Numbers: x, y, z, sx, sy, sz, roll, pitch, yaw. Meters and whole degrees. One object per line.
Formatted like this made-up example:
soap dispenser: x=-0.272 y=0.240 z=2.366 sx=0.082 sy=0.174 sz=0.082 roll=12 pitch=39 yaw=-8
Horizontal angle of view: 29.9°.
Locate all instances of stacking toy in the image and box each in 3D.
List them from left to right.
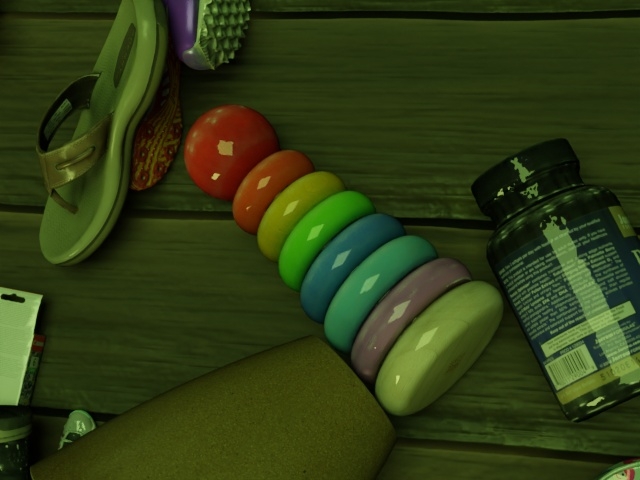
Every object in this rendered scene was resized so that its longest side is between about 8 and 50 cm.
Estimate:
stacking toy: x=0.000 y=0.000 z=1.066 sx=0.330 sy=0.141 sz=0.141 roll=42 pitch=91 yaw=22

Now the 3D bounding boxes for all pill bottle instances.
pill bottle: x=0.215 y=0.031 z=1.006 sx=0.122 sy=0.123 sz=0.219 roll=-26 pitch=77 yaw=7

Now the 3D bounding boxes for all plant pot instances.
plant pot: x=-0.069 y=0.201 z=1.003 sx=0.254 sy=0.237 sz=0.237 roll=-39 pitch=75 yaw=-10

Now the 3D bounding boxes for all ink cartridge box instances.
ink cartridge box: x=-0.302 y=0.105 z=1.155 sx=0.062 sy=0.029 sz=0.115 roll=10 pitch=82 yaw=14

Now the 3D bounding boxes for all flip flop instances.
flip flop: x=-0.214 y=-0.103 z=1.093 sx=0.112 sy=0.080 sz=0.277 roll=55 pitch=129 yaw=41

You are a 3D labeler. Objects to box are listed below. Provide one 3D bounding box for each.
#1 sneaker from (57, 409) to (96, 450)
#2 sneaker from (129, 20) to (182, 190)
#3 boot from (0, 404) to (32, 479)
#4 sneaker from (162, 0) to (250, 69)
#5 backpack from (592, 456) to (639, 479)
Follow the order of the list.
sneaker: x=-0.233 y=0.205 z=1.102 sx=0.038 sy=0.069 sz=0.098 roll=0 pitch=81 yaw=12
sneaker: x=-0.173 y=-0.132 z=1.159 sx=0.067 sy=0.064 sz=0.175 roll=-5 pitch=74 yaw=32
boot: x=-0.358 y=0.248 z=1.114 sx=0.236 sy=0.085 sz=0.179 roll=-8 pitch=92 yaw=26
sneaker: x=-0.152 y=-0.286 z=1.147 sx=0.146 sy=0.102 sz=0.293 roll=-8 pitch=67 yaw=11
backpack: x=0.259 y=0.296 z=0.928 sx=0.225 sy=0.191 sz=0.253 roll=36 pitch=85 yaw=16
